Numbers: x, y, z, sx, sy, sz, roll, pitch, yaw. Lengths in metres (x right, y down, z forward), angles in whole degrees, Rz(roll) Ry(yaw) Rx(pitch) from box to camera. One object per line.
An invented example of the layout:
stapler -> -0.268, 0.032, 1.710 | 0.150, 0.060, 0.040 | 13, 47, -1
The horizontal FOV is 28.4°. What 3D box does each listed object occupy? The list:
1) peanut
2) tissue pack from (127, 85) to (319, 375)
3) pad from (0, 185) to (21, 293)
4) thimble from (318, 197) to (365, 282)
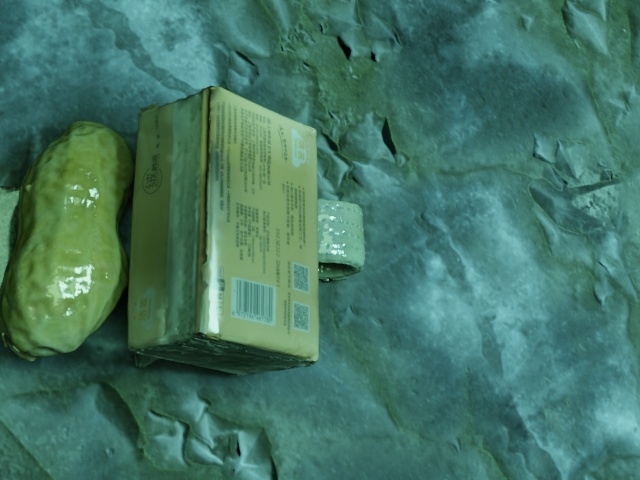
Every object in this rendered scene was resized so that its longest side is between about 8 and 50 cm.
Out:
peanut -> -0.302, -0.006, 1.528 | 0.149, 0.149, 0.313 | 11, 63, -15
tissue pack -> -0.141, 0.001, 1.552 | 0.238, 0.238, 0.306 | 5, 74, -17
pad -> -0.450, 0.004, 1.547 | 0.234, 0.003, 0.158 | 2, 74, -18
thimble -> 0.000, 0.000, 1.648 | 0.115, 0.102, 0.090 | -4, 74, 11
